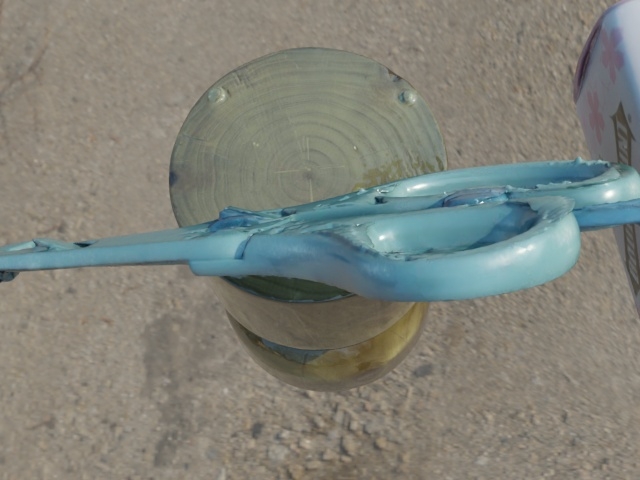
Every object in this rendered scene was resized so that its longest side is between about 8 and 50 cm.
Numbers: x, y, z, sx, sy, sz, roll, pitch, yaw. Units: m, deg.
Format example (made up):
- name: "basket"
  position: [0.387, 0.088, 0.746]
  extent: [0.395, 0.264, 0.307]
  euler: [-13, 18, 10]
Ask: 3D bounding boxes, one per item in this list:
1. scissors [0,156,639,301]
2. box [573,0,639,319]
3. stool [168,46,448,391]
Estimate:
- name: "scissors"
  position: [-0.027, -0.003, 0.513]
  extent: [0.393, 0.180, 0.032]
  euler: [-4, 103, 25]
- name: "box"
  position: [0.294, 0.013, 0.733]
  extent: [0.112, 0.190, 0.369]
  euler: [-11, 69, 5]
- name: "stool"
  position: [0.000, 0.000, 0.722]
  extent: [0.179, 0.264, 0.179]
  euler: [-1, 70, 3]
